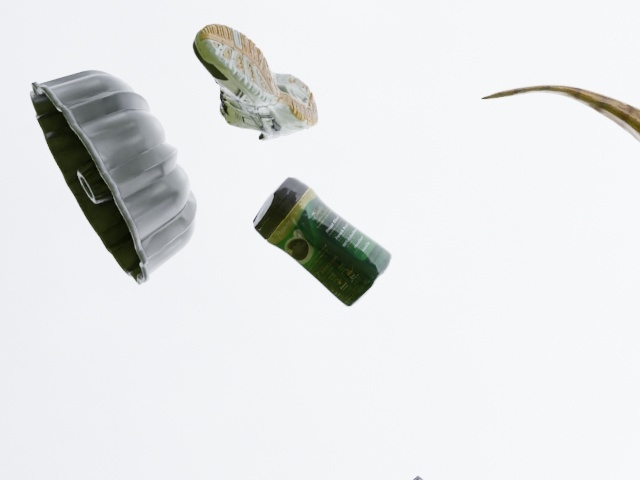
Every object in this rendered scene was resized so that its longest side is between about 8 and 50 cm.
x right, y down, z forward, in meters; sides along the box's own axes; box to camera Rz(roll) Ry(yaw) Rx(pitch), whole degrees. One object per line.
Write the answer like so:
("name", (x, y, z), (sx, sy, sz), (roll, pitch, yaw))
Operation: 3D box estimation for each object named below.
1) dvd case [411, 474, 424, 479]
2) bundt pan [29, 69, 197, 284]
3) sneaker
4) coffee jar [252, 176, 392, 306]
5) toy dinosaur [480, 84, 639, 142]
("dvd case", (0.024, 0.349, 1.026), (0.018, 0.164, 0.221), (44, -37, 19))
("bundt pan", (-0.291, -0.106, 1.411), (0.331, 0.124, 0.331), (48, -23, 28))
("sneaker", (-0.036, -0.067, 0.439), (0.037, 0.083, 0.032), (-21, -121, 25))
("coffee jar", (0.000, 0.000, 1.295), (0.184, 0.079, 0.096), (39, -41, -3))
("toy dinosaur", (0.222, -0.065, 0.611), (0.211, 0.112, 0.064), (39, -55, 17))
